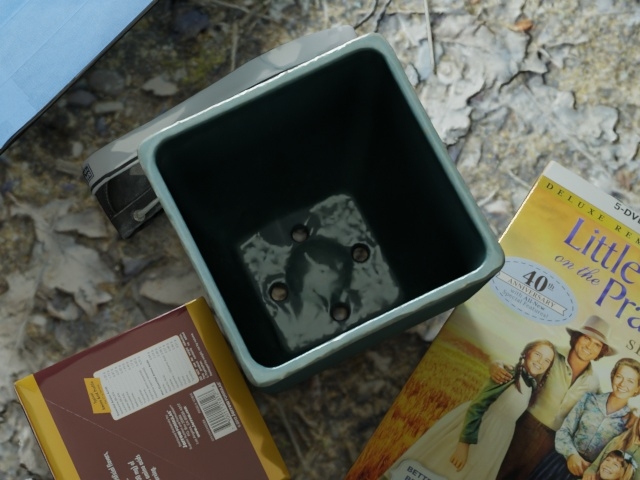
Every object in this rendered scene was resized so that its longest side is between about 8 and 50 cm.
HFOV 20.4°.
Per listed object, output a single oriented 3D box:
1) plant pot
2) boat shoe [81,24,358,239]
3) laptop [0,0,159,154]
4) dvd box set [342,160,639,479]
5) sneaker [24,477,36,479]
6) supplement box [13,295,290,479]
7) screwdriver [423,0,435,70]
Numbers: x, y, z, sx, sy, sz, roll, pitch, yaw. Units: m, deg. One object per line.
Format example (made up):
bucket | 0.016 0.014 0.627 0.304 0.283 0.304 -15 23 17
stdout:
plant pot | 0.000 0.000 1.656 0.247 0.252 0.248 -26 77 -6
boat shoe | -0.082 -0.104 1.761 0.306 0.113 0.105 -29 83 -8
laptop | -0.334 -0.369 1.712 0.382 0.236 0.408 -44 109 -1
dvd box set | 0.242 0.164 1.687 0.307 0.062 0.420 34 66 5
sneaker | -0.298 0.320 1.651 0.082 0.071 0.191 -6 65 2
supplement box | -0.156 0.189 1.658 0.194 0.129 0.191 -25 77 -10
screwdriver | 0.110 -0.261 1.861 0.024 0.025 0.170 -4 73 -4
